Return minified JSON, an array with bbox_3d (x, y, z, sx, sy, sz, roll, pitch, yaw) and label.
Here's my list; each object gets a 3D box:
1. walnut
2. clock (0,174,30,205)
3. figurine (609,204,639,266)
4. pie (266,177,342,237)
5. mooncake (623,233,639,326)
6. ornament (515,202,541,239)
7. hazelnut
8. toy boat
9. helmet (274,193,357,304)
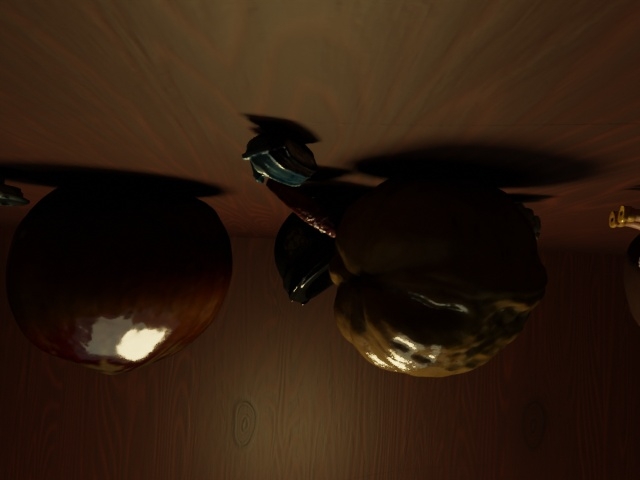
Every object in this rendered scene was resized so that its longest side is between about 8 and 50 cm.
[{"bbox_3d":[0.184,0.049,0.955,0.344,0.305,0.306,-5,-177,-43],"label":"walnut"},{"bbox_3d":[-0.642,-0.101,1.107,0.237,0.053,0.236,3,175,0],"label":"clock"},{"bbox_3d":[0.588,-0.018,0.983,0.240,0.115,0.175,-4,175,2],"label":"figurine"},{"bbox_3d":[-0.025,-0.057,1.000,0.154,0.036,0.154,37,-176,-3],"label":"pie"},{"bbox_3d":[0.729,0.067,1.134,0.334,0.174,0.326,-8,-162,14],"label":"mooncake"},{"bbox_3d":[0.330,-0.017,1.260,0.130,0.120,0.285,-18,179,-6],"label":"ornament"},{"bbox_3d":[-0.376,0.059,1.242,0.402,0.401,0.429,0,171,45],"label":"hazelnut"},{"bbox_3d":[-0.048,-0.088,0.702,0.061,0.060,0.137,-20,175,14],"label":"toy boat"},{"bbox_3d":[0.000,0.000,1.224,0.230,0.160,0.279,-42,165,22],"label":"helmet"}]
